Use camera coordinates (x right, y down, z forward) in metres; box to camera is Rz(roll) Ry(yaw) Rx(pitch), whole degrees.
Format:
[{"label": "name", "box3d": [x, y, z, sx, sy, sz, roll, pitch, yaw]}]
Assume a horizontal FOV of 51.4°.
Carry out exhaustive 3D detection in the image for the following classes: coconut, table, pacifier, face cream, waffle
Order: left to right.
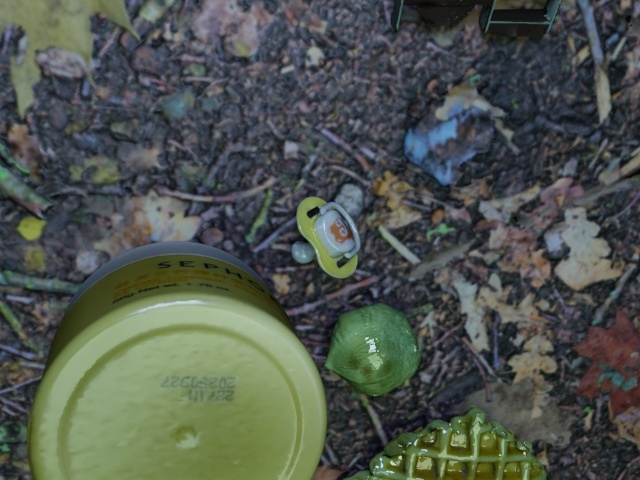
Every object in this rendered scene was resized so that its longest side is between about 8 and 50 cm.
[{"label": "face cream", "box3d": [-0.119, 0.124, 0.562, 0.218, 0.179, 0.218, -3, 103, -14]}, {"label": "pacifier", "box3d": [0.000, 0.000, 0.631, 0.064, 0.068, 0.083, -28, 95, 36]}, {"label": "coconut", "box3d": [0.048, 0.106, 0.651, 0.096, 0.088, 0.087, -24, 111, -9]}, {"label": "waffle", "box3d": [0.148, 0.283, 0.744, 0.208, 0.054, 0.214, -36, 113, 8]}, {"label": "table", "box3d": [0.139, -0.261, 0.547, 0.146, 0.062, 0.175, -3, 141, -9]}]
